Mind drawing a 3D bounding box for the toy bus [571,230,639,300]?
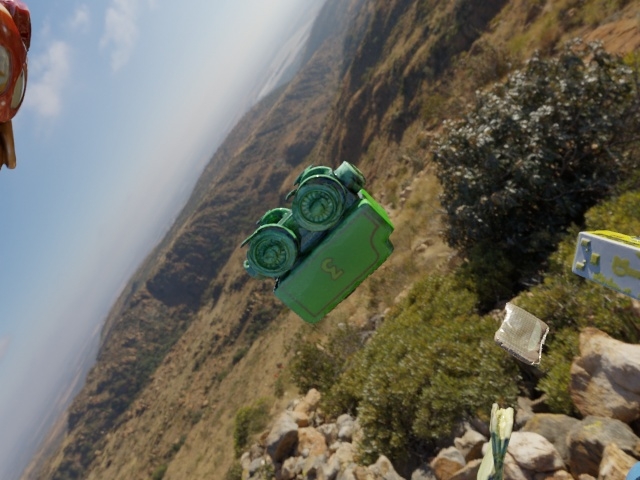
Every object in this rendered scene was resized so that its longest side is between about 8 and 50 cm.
[{"bbox_3d":[0.449,0.042,0.531,0.226,0.074,0.081,-120,32,-71],"label":"toy bus"}]

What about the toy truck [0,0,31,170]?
[{"bbox_3d":[-0.509,-0.203,0.547,0.265,0.189,0.239,-28,74,44],"label":"toy truck"}]

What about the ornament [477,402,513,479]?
[{"bbox_3d":[0.410,0.465,0.927,0.180,0.059,0.201,-18,-65,-63],"label":"ornament"}]

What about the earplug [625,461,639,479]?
[{"bbox_3d":[0.499,0.392,0.569,0.132,0.273,0.132,-9,76,36],"label":"earplug"}]

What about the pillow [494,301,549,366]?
[{"bbox_3d":[0.584,0.268,1.157,0.211,0.135,0.034,-39,-23,-47],"label":"pillow"}]

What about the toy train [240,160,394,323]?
[{"bbox_3d":[0.000,0.000,0.641,0.243,0.188,0.132,-46,13,14],"label":"toy train"}]
